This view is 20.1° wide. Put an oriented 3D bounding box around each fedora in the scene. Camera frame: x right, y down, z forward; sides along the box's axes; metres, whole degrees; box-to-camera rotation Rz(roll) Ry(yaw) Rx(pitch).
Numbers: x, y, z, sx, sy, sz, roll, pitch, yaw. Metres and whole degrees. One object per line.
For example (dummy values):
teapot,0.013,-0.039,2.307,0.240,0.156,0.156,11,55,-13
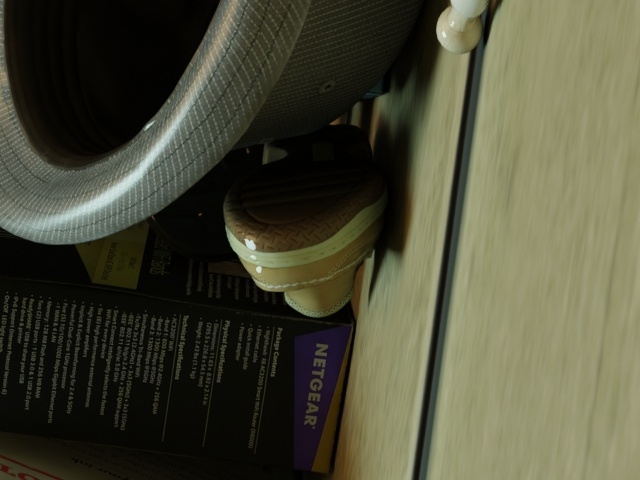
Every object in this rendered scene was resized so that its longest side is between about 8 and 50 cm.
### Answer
fedora,-0.047,-0.119,0.791,0.275,0.124,0.243,-42,52,41

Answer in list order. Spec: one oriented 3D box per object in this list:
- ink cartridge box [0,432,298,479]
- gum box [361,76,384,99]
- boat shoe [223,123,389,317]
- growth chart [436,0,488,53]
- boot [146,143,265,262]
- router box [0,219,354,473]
ink cartridge box,-0.121,0.166,0.935,0.353,0.207,0.119,-102,36,-78
gum box,0.019,-0.164,0.914,0.157,0.041,0.184,-146,64,-85
boat shoe,0.000,0.000,0.798,0.190,0.068,0.072,-63,-29,-73
growth chart,0.063,-0.197,0.541,0.172,0.021,0.237,112,166,-70
boot,-0.080,-0.074,1.010,0.207,0.094,0.246,101,152,-69
router box,-0.115,0.028,0.990,0.309,0.243,0.081,-101,19,-78
